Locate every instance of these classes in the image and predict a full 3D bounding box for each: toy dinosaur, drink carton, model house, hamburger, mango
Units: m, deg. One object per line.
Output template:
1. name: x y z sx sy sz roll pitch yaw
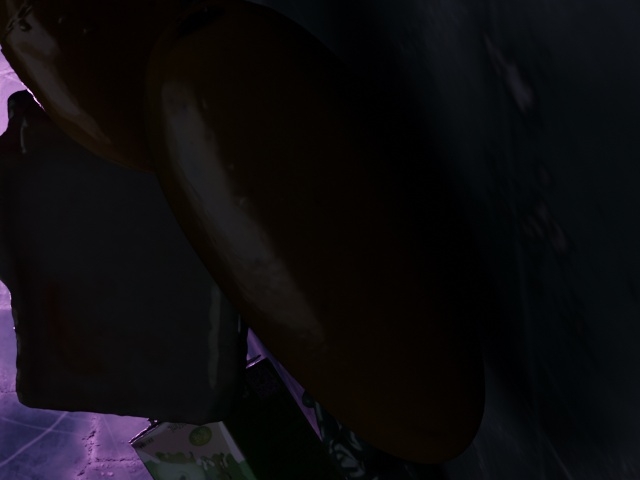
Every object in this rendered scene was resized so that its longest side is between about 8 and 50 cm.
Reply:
1. toy dinosaur: 0.034 0.150 0.938 0.292 0.079 0.120 63 165 -4
2. drink carton: -0.057 0.264 1.310 0.161 0.108 0.271 -36 87 43
3. model house: -0.174 -0.026 1.233 0.280 0.245 0.312 -82 -4 -65
4. hamburger: -0.153 -0.159 0.910 0.144 0.156 0.283 126 120 -79
5. mango: 0.001 -0.002 0.620 0.253 0.113 0.138 58 167 -7
